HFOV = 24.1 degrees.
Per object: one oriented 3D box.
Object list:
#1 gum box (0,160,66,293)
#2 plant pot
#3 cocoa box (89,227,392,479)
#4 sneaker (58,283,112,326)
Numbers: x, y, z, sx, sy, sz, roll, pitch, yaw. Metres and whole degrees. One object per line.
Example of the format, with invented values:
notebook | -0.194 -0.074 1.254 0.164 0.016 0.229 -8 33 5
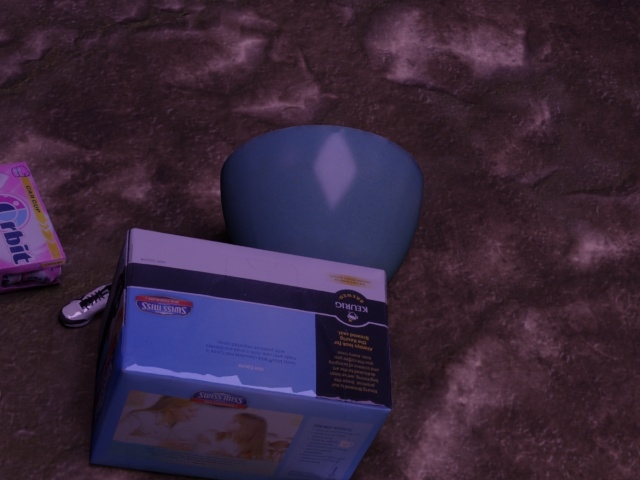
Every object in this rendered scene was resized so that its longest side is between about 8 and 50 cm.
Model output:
gum box | -0.433 -0.014 2.073 0.107 0.062 0.188 -11 56 -28
plant pot | 0.000 0.000 2.091 0.290 0.290 0.195 9 58 -13
cocoa box | -0.105 0.162 1.936 0.347 0.231 0.228 10 50 -14
sneaker | -0.310 0.083 2.053 0.109 0.044 0.040 -25 66 -33
